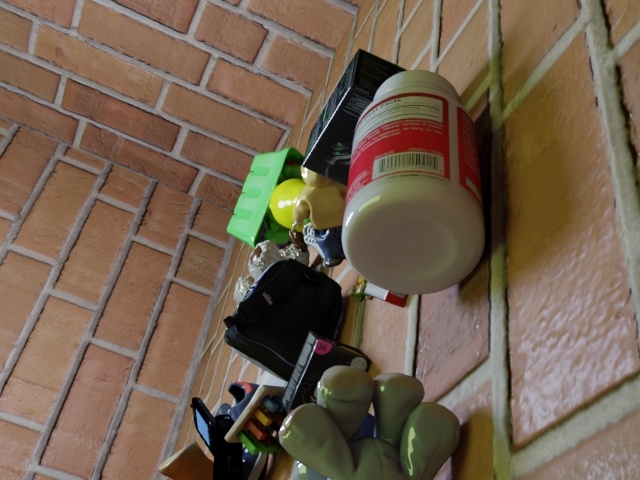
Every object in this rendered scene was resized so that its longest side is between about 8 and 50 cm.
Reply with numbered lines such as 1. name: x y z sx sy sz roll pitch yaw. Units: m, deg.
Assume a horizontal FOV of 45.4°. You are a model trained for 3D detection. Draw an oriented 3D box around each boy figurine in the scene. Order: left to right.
1. boy figurine: 0.011 -0.079 1.820 0.092 0.177 0.285 -95 -14 -74

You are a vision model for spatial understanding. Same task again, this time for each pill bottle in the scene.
1. pill bottle: 0.165 -0.122 1.343 0.408 0.229 0.229 -81 18 -47

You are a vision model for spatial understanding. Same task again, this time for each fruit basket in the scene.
1. fruit basket: -0.093 -0.111 2.530 0.392 0.283 0.392 -12 64 26

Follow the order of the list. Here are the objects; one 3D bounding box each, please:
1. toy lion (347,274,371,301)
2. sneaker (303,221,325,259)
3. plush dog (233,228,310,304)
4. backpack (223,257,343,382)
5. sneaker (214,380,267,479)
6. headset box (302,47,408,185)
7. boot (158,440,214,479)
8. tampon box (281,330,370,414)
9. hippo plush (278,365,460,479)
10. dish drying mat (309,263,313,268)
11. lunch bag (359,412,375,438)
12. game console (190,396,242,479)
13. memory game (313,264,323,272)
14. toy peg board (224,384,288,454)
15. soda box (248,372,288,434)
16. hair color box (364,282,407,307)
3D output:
1. toy lion: 0.102 0.087 1.718 0.096 0.034 0.100 -63 11 -15
2. sneaker: 0.000 0.000 2.145 0.258 0.091 0.094 -160 92 -78
3. plush dog: -0.105 0.096 2.237 0.225 0.210 0.262 -54 -3 -43
4. backpack: -0.074 0.188 1.816 0.263 0.276 0.213 -60 8 -32
5. sneaker: -0.221 0.524 2.042 0.350 0.148 0.131 -85 21 -52
6. headset box: 0.123 -0.230 1.668 0.283 0.246 0.131 124 163 -46
7. boot: -0.324 0.657 2.071 0.104 0.211 0.295 -34 -9 -1
8. tampon box: 0.009 0.284 1.549 0.101 0.120 0.161 -158 90 -78
9. hippo plush: 0.078 0.342 1.104 0.294 0.234 0.237 53 154 27
10. dish drying mat: -0.042 0.108 2.304 0.083 0.008 0.032 -63 3 -7
11. lunch bag: 0.068 0.346 1.327 0.067 0.065 0.098 -37 28 37
12. game console: -0.277 0.532 1.994 0.361 0.044 0.213 -152 64 -62
13. memory game: -0.032 0.154 2.202 0.186 0.012 0.186 -158 90 -78
14. toy peg board: -0.116 0.435 1.821 0.161 0.079 0.161 -54 -30 7
15. soda box: -0.130 0.417 1.930 0.069 0.074 0.216 38 106 31
16. hair color box: 0.137 0.087 1.530 0.141 0.043 0.072 -166 98 -76
